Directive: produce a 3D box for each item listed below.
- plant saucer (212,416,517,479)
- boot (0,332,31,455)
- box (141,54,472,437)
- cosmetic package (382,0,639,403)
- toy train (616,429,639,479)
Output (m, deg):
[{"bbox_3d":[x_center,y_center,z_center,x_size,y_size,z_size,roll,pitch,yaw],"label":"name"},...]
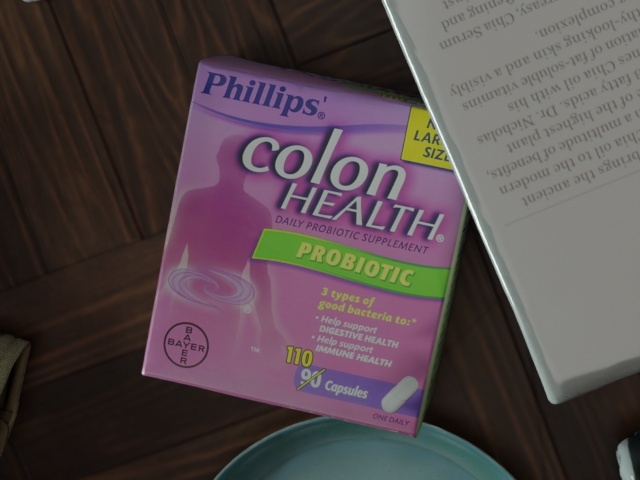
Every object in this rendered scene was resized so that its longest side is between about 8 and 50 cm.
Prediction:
[{"bbox_3d":[0.040,0.288,1.397,0.318,0.044,0.317,1,97,9],"label":"plant saucer"},{"bbox_3d":[-0.337,0.149,1.420,0.165,0.077,0.213,23,97,3],"label":"boot"},{"bbox_3d":[0.000,0.000,1.327,0.214,0.117,0.243,13,99,7],"label":"box"},{"bbox_3d":[0.170,-0.150,1.146,0.230,0.161,0.453,-22,92,9],"label":"cosmetic package"},{"bbox_3d":[0.372,0.161,1.263,0.334,0.190,0.142,-23,131,16],"label":"toy train"}]
